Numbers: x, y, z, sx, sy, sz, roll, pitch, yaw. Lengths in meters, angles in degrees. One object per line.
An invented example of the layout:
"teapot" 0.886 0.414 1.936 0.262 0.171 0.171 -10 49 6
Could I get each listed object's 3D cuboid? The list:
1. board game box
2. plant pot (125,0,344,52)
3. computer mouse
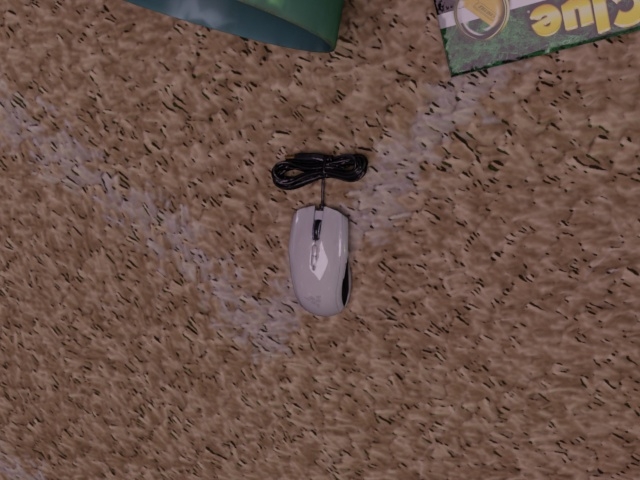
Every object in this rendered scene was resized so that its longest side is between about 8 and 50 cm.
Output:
"board game box" 0.232 -0.246 0.691 0.260 0.030 0.136 -12 106 19
"plant pot" -0.096 -0.314 0.633 0.293 0.293 0.235 18 98 10
"computer mouse" 0.000 0.000 0.831 0.106 0.042 0.193 3 108 14
